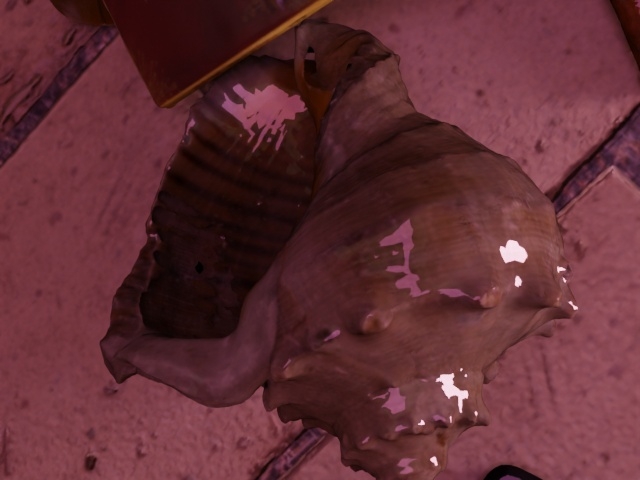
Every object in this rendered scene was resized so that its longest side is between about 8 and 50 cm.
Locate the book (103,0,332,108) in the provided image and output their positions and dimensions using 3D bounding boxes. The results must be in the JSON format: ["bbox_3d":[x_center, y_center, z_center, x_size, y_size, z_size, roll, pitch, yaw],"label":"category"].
[{"bbox_3d":[-0.014,-0.290,0.481,0.374,0.028,0.262,-28,86,19],"label":"book"}]

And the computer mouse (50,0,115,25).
[{"bbox_3d":[-0.163,-0.264,0.577,0.102,0.045,0.198,3,88,14],"label":"computer mouse"}]

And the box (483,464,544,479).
[{"bbox_3d":[0.145,0.227,0.505,0.125,0.027,0.126,25,93,12],"label":"box"}]

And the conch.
[{"bbox_3d":[0.003,0.009,0.468,0.263,0.324,0.186,-14,130,8],"label":"conch"}]

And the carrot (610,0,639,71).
[{"bbox_3d":[0.213,-0.142,0.502,0.032,0.032,0.093,-17,88,11],"label":"carrot"}]
